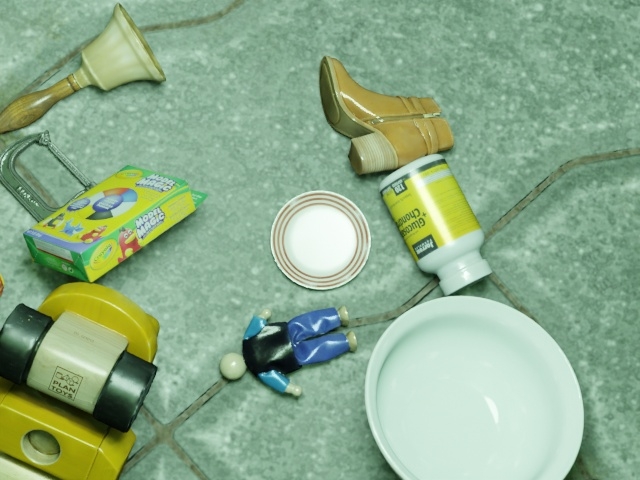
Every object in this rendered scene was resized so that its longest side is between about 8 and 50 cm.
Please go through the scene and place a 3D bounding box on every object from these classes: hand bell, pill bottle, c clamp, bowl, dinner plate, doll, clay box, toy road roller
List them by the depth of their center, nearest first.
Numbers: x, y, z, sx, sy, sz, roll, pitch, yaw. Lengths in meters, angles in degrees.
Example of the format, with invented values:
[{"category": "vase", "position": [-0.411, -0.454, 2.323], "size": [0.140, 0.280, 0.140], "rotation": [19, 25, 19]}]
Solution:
[{"category": "toy road roller", "position": [-0.325, 0.205, 1.860], "size": [0.202, 0.240, 0.329], "rotation": [25, 116, -1]}, {"category": "clay box", "position": [-0.269, -0.033, 1.887], "size": [0.222, 0.127, 0.053], "rotation": [-39, 128, -34]}, {"category": "bowl", "position": [0.188, 0.234, 1.891], "size": [0.298, 0.134, 0.298], "rotation": [5, 64, -11]}, {"category": "doll", "position": [-0.047, 0.152, 1.946], "size": [0.189, 0.046, 0.129], "rotation": [-16, 80, -8]}, {"category": "pill bottle", "position": [0.164, -0.020, 1.967], "size": [0.103, 0.103, 0.184], "rotation": [-26, 82, -9]}, {"category": "hand bell", "position": [-0.350, -0.215, 1.970], "size": [0.242, 0.126, 0.126], "rotation": [-31, 84, 2]}, {"category": "c clamp", "position": [-0.364, -0.092, 1.977], "size": [0.161, 0.022, 0.137], "rotation": [40, 84, 1]}, {"category": "dinner plate", "position": [0.000, 0.000, 1.993], "size": [0.141, 0.017, 0.141], "rotation": [1, 79, -5]}]

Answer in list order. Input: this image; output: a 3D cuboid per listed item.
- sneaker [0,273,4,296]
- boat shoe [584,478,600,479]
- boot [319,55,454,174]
[{"category": "sneaker", "position": [-0.510, 0.079, 1.916], "size": [0.175, 0.067, 0.064], "rotation": [-5, 108, 8]}, {"category": "boat shoe", "position": [0.304, 0.437, 1.887], "size": [0.103, 0.092, 0.285], "rotation": [29, 79, 41]}, {"category": "boot", "position": [0.091, -0.188, 2.017], "size": [0.152, 0.073, 0.197], "rotation": [-17, 72, -19]}]
